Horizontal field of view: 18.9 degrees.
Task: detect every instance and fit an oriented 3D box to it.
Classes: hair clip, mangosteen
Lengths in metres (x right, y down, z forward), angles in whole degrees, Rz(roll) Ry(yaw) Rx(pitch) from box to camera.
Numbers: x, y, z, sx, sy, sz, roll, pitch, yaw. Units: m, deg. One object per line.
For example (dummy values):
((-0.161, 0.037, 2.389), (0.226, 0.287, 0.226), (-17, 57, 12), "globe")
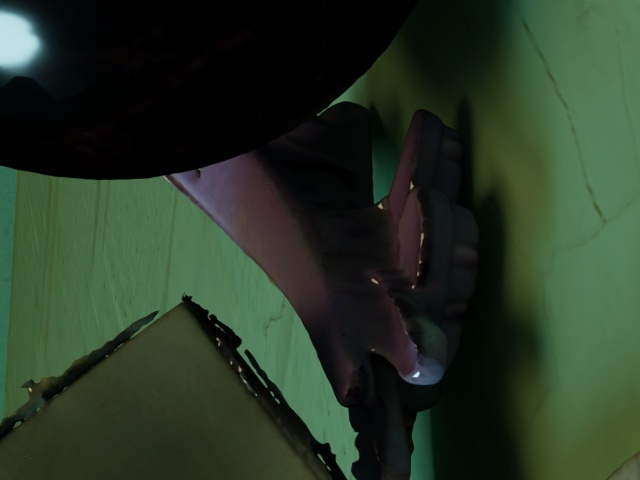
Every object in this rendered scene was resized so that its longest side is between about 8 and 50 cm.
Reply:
((0.012, 0.001, 0.792), (0.278, 0.090, 0.137), (51, 127, 56), "hair clip")
((-0.085, -0.157, 0.762), (0.313, 0.297, 0.297), (88, 176, -66), "mangosteen")

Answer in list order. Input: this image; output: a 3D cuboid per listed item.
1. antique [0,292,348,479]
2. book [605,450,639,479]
((-0.054, 0.123, 0.736), (0.152, 0.148, 0.147), (52, 180, 13), "antique")
((0.061, 0.228, 0.551), (0.379, 0.031, 0.264), (126, 144, -53), "book")
